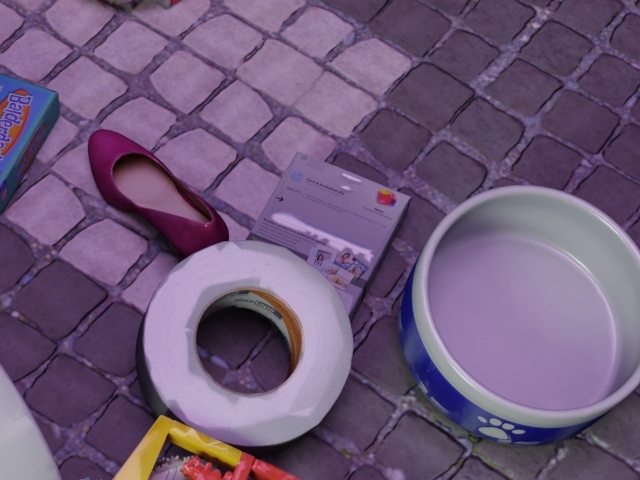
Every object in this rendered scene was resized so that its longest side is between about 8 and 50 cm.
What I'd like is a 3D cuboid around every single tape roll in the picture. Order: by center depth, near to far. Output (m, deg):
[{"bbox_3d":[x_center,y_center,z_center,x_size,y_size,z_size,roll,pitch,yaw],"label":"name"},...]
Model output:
[{"bbox_3d":[-0.079,0.113,1.631,0.219,0.072,0.219,4,72,-11],"label":"tape roll"}]

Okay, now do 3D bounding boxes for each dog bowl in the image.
[{"bbox_3d":[0.219,0.080,1.672,0.265,0.104,0.265,5,64,-11],"label":"dog bowl"}]

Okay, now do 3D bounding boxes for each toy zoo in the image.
[{"bbox_3d":[-0.101,0.294,1.515,0.293,0.030,0.192,26,62,-4],"label":"toy zoo"}]

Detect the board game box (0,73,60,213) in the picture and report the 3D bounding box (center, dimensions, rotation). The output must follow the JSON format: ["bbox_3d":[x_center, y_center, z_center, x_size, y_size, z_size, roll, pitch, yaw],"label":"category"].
[{"bbox_3d":[-0.429,-0.134,1.816,0.210,0.047,0.160,19,56,8],"label":"board game box"}]

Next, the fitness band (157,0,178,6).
[{"bbox_3d":[-0.213,-0.404,2.023,0.209,0.054,0.291,37,59,22],"label":"fitness band"}]

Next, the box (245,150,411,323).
[{"bbox_3d":[0.000,0.000,1.772,0.145,0.038,0.186,22,58,9],"label":"box"}]

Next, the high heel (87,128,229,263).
[{"bbox_3d":[-0.185,-0.062,1.748,0.082,0.117,0.244,-25,62,-20],"label":"high heel"}]

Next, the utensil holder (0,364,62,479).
[{"bbox_3d":[-0.464,0.245,1.391,0.385,0.327,0.327,-34,65,-27],"label":"utensil holder"}]

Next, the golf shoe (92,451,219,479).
[{"bbox_3d":[-0.177,0.266,1.572,0.176,0.069,0.086,-18,86,-19],"label":"golf shoe"}]
